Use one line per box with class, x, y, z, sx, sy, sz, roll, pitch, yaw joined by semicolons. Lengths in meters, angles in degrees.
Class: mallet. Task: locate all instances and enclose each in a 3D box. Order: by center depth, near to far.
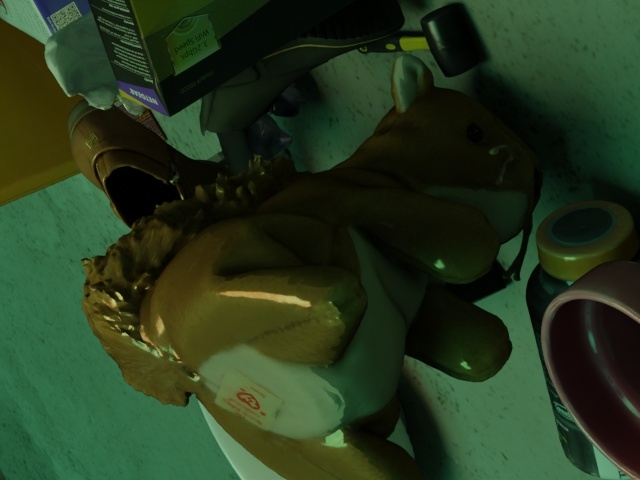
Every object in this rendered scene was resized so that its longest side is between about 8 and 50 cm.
mallet;0.080;-0.195;1.857;0.189;0.039;0.062;19;136;57

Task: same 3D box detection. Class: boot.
boot;-0.026;-0.168;1.843;0.137;0.198;0.077;98;159;-54
boot;-0.137;-0.034;2.030;0.283;0.109;0.220;44;-177;-26

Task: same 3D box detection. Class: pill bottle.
pill bottle;0.258;0.085;1.766;0.130;0.130;0.246;25;142;47

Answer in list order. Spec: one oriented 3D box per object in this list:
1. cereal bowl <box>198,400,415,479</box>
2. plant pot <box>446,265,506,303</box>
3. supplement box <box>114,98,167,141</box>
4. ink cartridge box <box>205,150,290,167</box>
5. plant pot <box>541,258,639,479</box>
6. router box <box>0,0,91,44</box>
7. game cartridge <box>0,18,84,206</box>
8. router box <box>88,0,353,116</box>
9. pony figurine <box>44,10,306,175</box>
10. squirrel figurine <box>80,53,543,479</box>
cereal bowl;0.000;0.219;2.363;0.339;0.141;0.339;40;150;29
plant pot;0.047;0.024;2.023;0.167;0.188;0.187;67;155;4
supplement box;-0.239;-0.144;2.443;0.083;0.055;0.043;60;155;-8
ink cartridge box;-0.102;-0.049;2.227;0.056;0.135;0.099;41;151;33
plant pot;0.313;0.082;1.609;0.201;0.180;0.201;41;151;29
router box;-0.386;-0.400;2.263;0.335;0.082;0.301;62;166;-25
game cartridge;-0.428;-0.190;2.454;0.324;0.285;0.053;49;135;15
router box;-0.068;-0.287;1.677;0.081;0.309;0.243;26;142;46
pony figurine;-0.150;-0.232;1.988;0.351;0.303;0.363;41;167;46
squirrel figurine;0.000;0.000;1.758;0.397;0.370;0.281;7;138;36
